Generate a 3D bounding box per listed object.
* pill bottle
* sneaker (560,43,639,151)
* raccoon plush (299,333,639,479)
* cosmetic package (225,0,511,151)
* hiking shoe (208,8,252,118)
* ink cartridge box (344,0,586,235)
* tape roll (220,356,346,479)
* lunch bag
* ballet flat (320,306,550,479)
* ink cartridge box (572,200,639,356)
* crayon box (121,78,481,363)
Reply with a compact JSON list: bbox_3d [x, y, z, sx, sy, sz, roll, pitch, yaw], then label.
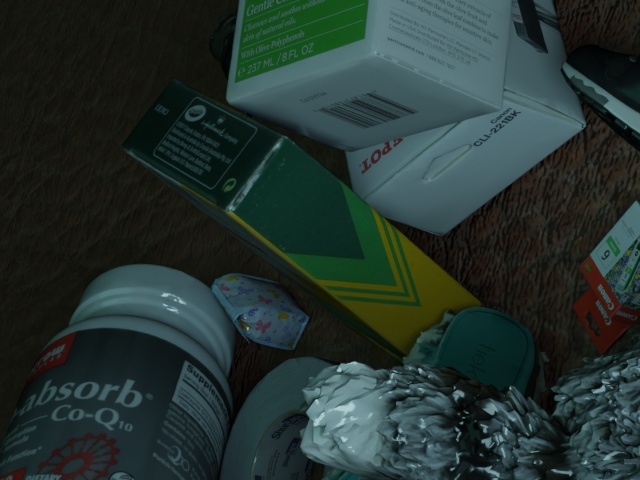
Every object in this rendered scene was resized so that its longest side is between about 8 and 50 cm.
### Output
[{"bbox_3d":[-0.201,0.204,1.734,0.210,0.210,0.363,-43,21,36],"label":"pill bottle"},{"bbox_3d":[0.306,-0.105,1.365,0.124,0.107,0.283,-53,41,4],"label":"sneaker"},{"bbox_3d":[0.240,0.046,1.115,0.216,0.446,0.299,143,145,-70],"label":"raccoon plush"},{"bbox_3d":[0.054,-0.280,1.517,0.197,0.155,0.366,-15,64,47],"label":"cosmetic package"},{"bbox_3d":[-0.026,-0.225,1.878,0.227,0.086,0.114,-46,57,42],"label":"hiking shoe"},{"bbox_3d":[0.110,-0.171,1.623,0.197,0.114,0.273,-39,46,37],"label":"ink cartridge box"},{"bbox_3d":[-0.004,0.220,1.659,0.219,0.072,0.219,-25,57,48],"label":"tape roll"},{"bbox_3d":[-0.066,0.070,1.793,0.053,0.083,0.071,-62,37,15],"label":"lunch bag"},{"bbox_3d":[0.074,0.208,1.385,0.147,0.147,0.409,-38,7,39],"label":"ballet flat"},{"bbox_3d":[0.240,0.031,1.437,0.115,0.029,0.063,-52,41,27],"label":"ink cartridge box"},{"bbox_3d":[0.000,0.000,1.559,0.083,0.323,0.203,-53,36,-5],"label":"crayon box"}]
